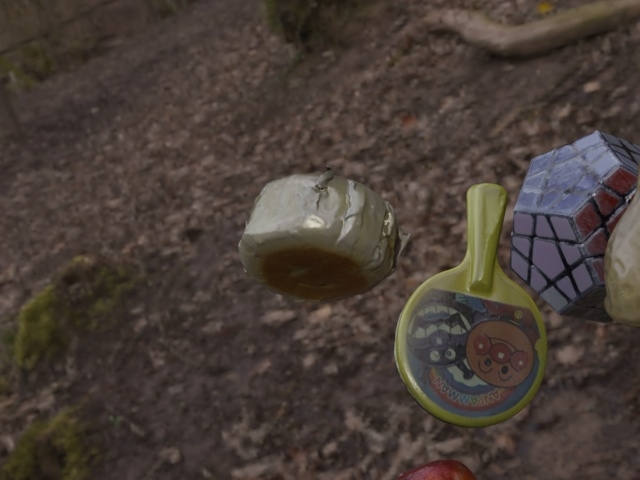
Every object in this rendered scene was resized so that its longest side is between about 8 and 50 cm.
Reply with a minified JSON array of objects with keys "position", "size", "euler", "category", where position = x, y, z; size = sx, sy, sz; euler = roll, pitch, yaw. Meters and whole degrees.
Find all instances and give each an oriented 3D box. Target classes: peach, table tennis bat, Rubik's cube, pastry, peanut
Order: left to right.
[{"position":[0.000,0.000,1.092],"size":[0.165,0.166,0.088],"euler":[-8,55,29],"category":"pastry"},{"position":[0.176,0.437,2.028],"size":[0.189,0.068,0.279],"euler":[-24,-24,21],"category":"peach"},{"position":[0.230,0.089,1.658],"size":[0.224,0.369,0.054],"euler":[11,-17,-5],"category":"table tennis bat"},{"position":[0.461,-0.019,1.868],"size":[0.319,0.264,0.319],"euler":[-29,32,20],"category":"Rubik's cube"},{"position":[0.403,-0.020,1.306],"size":[0.123,0.257,0.123],"euler":[19,0,0],"category":"peanut"}]
